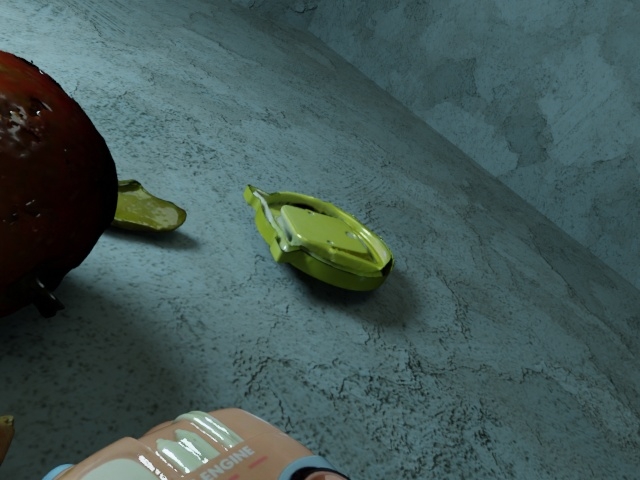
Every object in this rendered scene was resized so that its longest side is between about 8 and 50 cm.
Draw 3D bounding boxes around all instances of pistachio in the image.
[{"bbox_3d":[-0.302,-0.053,0.837,0.172,0.049,0.090,16,53,-28],"label":"pistachio"}]

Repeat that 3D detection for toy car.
[{"bbox_3d":[-0.111,0.241,0.405,0.212,0.181,0.270,32,25,28],"label":"toy car"}]

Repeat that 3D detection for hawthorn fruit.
[{"bbox_3d":[-0.371,-0.067,0.550,0.315,0.316,0.316,23,28,-13],"label":"hawthorn fruit"}]

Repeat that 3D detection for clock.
[{"bbox_3d":[0.000,0.004,1.005,0.293,0.071,0.277,16,26,-26],"label":"clock"}]

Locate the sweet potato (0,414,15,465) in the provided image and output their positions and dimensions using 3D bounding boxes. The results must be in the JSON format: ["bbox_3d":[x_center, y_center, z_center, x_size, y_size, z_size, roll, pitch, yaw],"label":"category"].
[{"bbox_3d":[-0.357,0.217,0.280,0.109,0.109,0.385,39,41,17],"label":"sweet potato"}]

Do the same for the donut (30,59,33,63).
[{"bbox_3d":[-0.586,-0.326,1.014,0.037,0.067,0.084,7,65,-6],"label":"donut"}]
